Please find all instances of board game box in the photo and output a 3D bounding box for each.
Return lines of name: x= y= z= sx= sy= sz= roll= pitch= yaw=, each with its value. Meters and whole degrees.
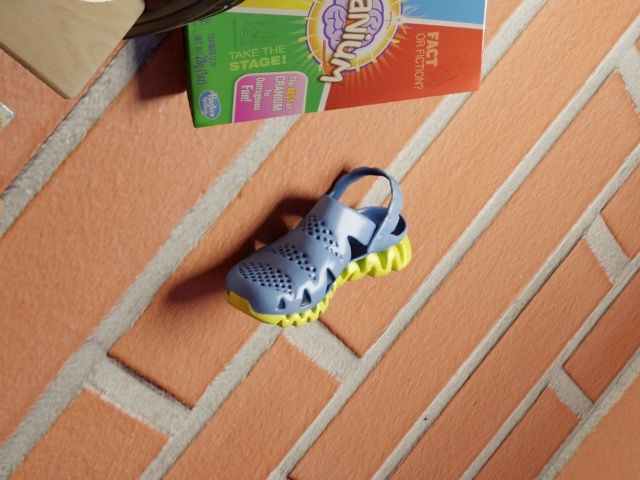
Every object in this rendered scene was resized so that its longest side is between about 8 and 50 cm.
board game box: x=0.013 y=-0.244 z=1.869 sx=0.316 sy=0.064 sz=0.242 roll=-8 pitch=137 yaw=-7

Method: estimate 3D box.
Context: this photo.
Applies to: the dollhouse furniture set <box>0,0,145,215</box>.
dollhouse furniture set: x=-0.253 y=-0.223 z=1.489 sx=0.362 sy=0.256 sz=0.394 roll=-52 pitch=150 yaw=-1

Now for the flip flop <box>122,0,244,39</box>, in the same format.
flip flop: x=-0.101 y=-0.261 z=1.705 sx=0.277 sy=0.080 sz=0.112 roll=-24 pitch=-176 yaw=28

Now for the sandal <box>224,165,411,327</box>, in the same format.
sandal: x=0.000 y=0.000 z=2.217 sx=0.317 sy=0.126 sz=0.138 roll=-32 pitch=141 yaw=-45
